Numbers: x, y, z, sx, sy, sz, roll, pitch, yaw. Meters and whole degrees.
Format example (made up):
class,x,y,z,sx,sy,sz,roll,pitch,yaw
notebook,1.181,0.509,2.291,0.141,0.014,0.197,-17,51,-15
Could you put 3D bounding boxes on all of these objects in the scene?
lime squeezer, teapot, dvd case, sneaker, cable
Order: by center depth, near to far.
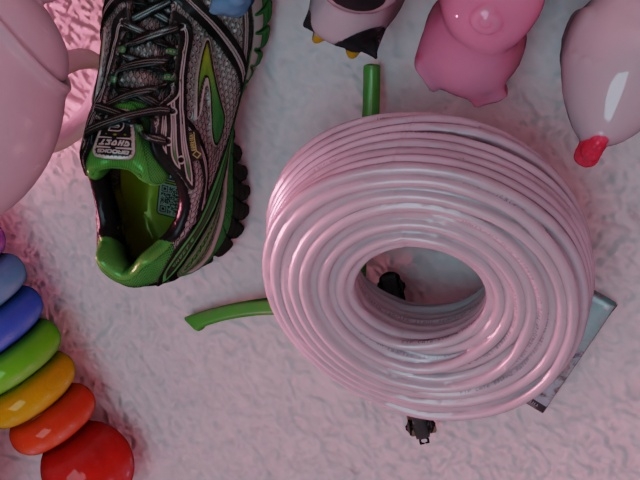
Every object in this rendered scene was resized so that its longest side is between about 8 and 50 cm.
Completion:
class,x,y,z,sx,sy,sz,roll,pitch,yaw
cable,0.078,0.025,0.958,0.257,0.089,0.257,9,130,9
teapot,-0.278,-0.141,0.968,0.187,0.256,0.252,-38,110,1
sneaker,-0.122,-0.120,1.011,0.134,0.146,0.343,7,111,18
dvd case,0.179,0.077,1.048,0.087,0.013,0.119,32,119,7
lime squeezer,0.000,0.000,1.074,0.310,0.059,0.110,-54,56,29

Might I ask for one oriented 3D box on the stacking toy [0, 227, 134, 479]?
class,x,y,z,sx,sy,sz,roll,pitch,yaw
stacking toy,-0.291,0.120,1.186,0.141,0.141,0.330,-24,106,27

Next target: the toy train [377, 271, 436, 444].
class,x,y,z,sx,sy,sz,roll,pitch,yaw
toy train,0.074,0.101,1.084,0.027,0.036,0.158,-11,104,6

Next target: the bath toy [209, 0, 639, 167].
class,x,y,z,sx,sy,sz,roll,pitch,yaw
bath toy,0.098,-0.160,0.920,0.348,0.151,0.129,22,96,4
